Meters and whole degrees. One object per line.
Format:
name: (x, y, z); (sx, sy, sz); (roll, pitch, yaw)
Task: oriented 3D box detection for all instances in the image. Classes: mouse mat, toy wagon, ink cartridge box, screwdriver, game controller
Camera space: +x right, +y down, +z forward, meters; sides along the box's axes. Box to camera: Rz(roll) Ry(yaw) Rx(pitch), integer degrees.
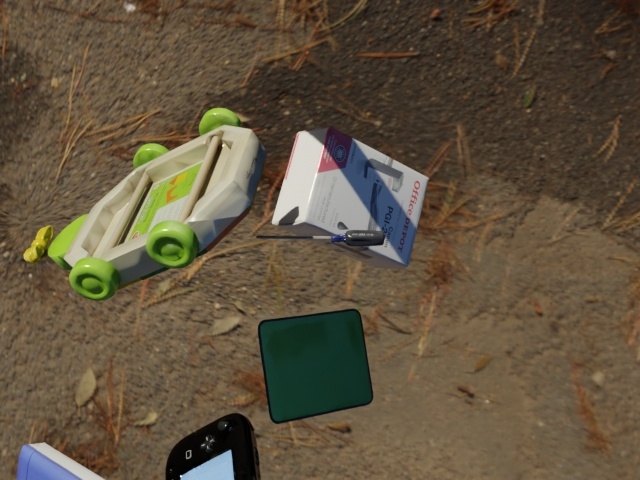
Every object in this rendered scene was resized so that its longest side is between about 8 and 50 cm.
mouse mat: (-0.005, 0.186, 1.188); (0.189, 0.007, 0.153); (-4, 81, -33)
toy wagon: (-0.226, -0.034, 0.994); (0.344, 0.267, 0.068); (-22, 122, 25)
ink cartridge box: (0.052, -0.062, 1.232); (0.217, 0.092, 0.159); (23, 76, -34)
screwdriver: (0.000, 0.000, 1.033); (0.169, 0.024, 0.025); (-4, 89, 1)
game controller: (-0.160, 0.413, 1.178); (0.166, 0.319, 0.067); (-23, 131, 8)

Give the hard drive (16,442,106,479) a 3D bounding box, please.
hard drive: (-0.255, 0.365, 0.851); (0.040, 0.318, 0.211); (5, 90, -43)
